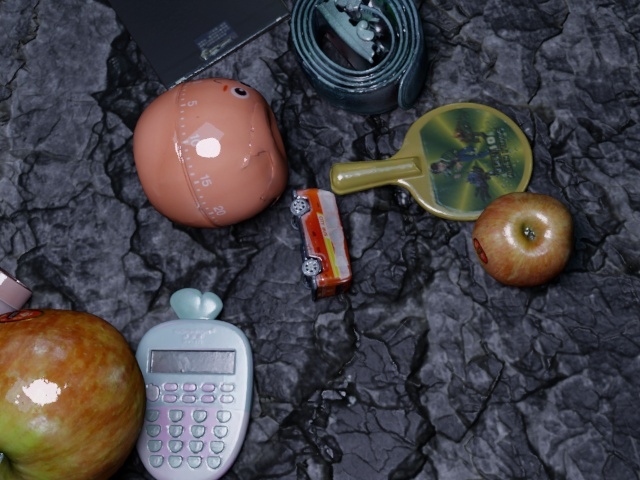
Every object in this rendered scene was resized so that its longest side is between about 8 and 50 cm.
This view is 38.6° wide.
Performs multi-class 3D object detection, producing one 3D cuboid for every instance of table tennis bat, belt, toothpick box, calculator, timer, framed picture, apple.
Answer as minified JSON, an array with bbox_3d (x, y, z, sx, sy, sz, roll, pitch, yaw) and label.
[{"bbox_3d":[0.174,-0.116,1.438,0.321,0.050,0.198,-8,72,1],"label":"table tennis bat"},{"bbox_3d":[0.068,-0.312,1.480,0.206,0.116,0.267,-28,67,1],"label":"belt"},{"bbox_3d":[-0.535,0.112,1.424,0.098,0.098,0.149,34,79,17],"label":"toothpick box"},{"bbox_3d":[-0.192,0.218,1.371,0.186,0.041,0.298,-2,73,7],"label":"calculator"},{"bbox_3d":[-0.163,-0.133,1.389,0.215,0.229,0.229,-10,70,5],"label":"timer"},{"bbox_3d":[-0.243,-0.452,1.624,0.255,0.014,0.338,-33,70,-4],"label":"framed picture"},{"bbox_3d":[0.299,-0.004,1.333,0.146,0.131,0.146,-1,75,3],"label":"apple"},{"bbox_3d":[-0.397,0.223,1.285,0.309,0.277,0.250,14,41,8],"label":"apple"}]

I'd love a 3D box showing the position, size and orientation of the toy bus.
[{"bbox_3d":[0.000,0.000,1.404,0.077,0.079,0.174,-9,69,-5],"label":"toy bus"}]
